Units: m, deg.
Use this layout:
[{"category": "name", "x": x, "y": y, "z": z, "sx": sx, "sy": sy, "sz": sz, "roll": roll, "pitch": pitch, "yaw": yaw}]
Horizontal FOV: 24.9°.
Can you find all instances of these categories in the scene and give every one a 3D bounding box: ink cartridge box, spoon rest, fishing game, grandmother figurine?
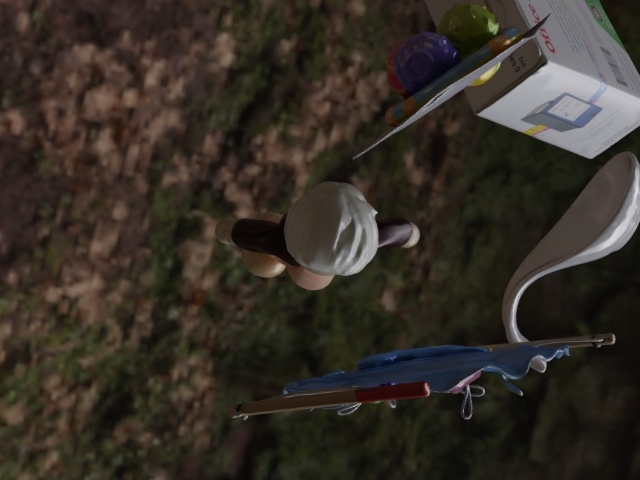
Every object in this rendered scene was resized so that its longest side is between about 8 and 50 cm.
[{"category": "ink cartridge box", "x": 0.214, "y": -0.183, "z": 1.414, "sx": 0.093, "sy": 0.212, "sz": 0.154, "roll": -37, "pitch": -120, "yaw": 28}, {"category": "spoon rest", "x": 0.288, "y": 0.018, "z": 1.680, "sx": 0.276, "sy": 0.084, "sz": 0.137, "roll": -63, "pitch": -171, "yaw": 17}, {"category": "fishing game", "x": 0.065, "y": 0.093, "z": 0.923, "sx": 0.189, "sy": 0.264, "sz": 0.041, "roll": -9, "pitch": -92, "yaw": 32}, {"category": "grandmother figurine", "x": 0.000, "y": 0.000, "z": 1.479, "sx": 0.342, "sy": 0.207, "sz": 0.104, "roll": 162, "pitch": -82, "yaw": -85}]

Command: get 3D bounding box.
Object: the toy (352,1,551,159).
[{"category": "toy", "x": 0.089, "y": -0.130, "z": 1.040, "sx": 0.137, "sy": 0.056, "sz": 0.237, "roll": -35, "pitch": 179, "yaw": 18}]
